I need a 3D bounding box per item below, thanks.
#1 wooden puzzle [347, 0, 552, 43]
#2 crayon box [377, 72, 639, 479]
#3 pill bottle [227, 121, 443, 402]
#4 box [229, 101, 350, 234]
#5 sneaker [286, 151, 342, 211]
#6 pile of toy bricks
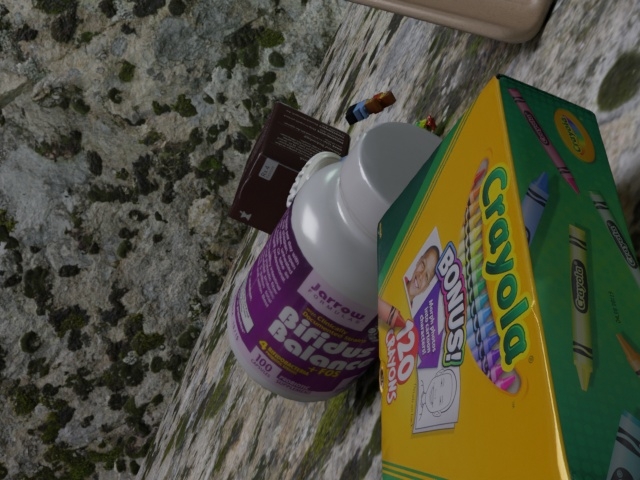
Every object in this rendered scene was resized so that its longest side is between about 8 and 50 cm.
[{"bbox_3d":[0.158,-0.405,0.872,0.080,0.322,0.348,20,-86,-61],"label":"wooden puzzle"},{"bbox_3d":[0.108,0.057,0.467,0.165,0.081,0.278,126,155,-46],"label":"crayon box"},{"bbox_3d":[0.029,0.028,0.780,0.301,0.169,0.169,124,165,-46],"label":"pill bottle"},{"bbox_3d":[-0.058,-0.129,1.525,0.168,0.167,0.203,-57,14,38],"label":"box"},{"bbox_3d":[0.000,0.000,1.185,0.118,0.110,0.292,-18,57,65],"label":"sneaker"},{"bbox_3d":[0.099,-0.124,0.990,0.105,0.118,0.212,-20,26,29],"label":"pile of toy bricks"}]
